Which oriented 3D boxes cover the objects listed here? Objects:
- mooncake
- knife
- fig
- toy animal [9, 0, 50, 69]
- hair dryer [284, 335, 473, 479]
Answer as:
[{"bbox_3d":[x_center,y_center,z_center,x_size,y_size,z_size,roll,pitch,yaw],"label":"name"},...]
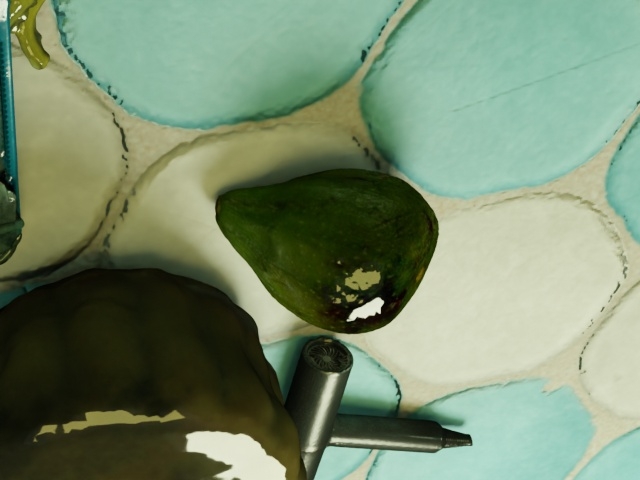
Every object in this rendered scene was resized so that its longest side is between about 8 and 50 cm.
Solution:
[{"bbox_3d":[-0.158,0.156,1.019,0.290,0.161,0.290,-8,134,-9],"label":"mooncake"},{"bbox_3d":[-0.211,-0.057,0.849,0.044,0.026,0.296,-8,151,-15],"label":"knife"},{"bbox_3d":[0.000,0.000,0.982,0.156,0.123,0.123,23,131,12],"label":"fig"},{"bbox_3d":[-0.191,-0.184,0.758,0.136,0.073,0.181,-42,132,19],"label":"toy animal"},{"bbox_3d":[0.056,0.154,1.175,0.195,0.050,0.173,-3,133,-22],"label":"hair dryer"}]
